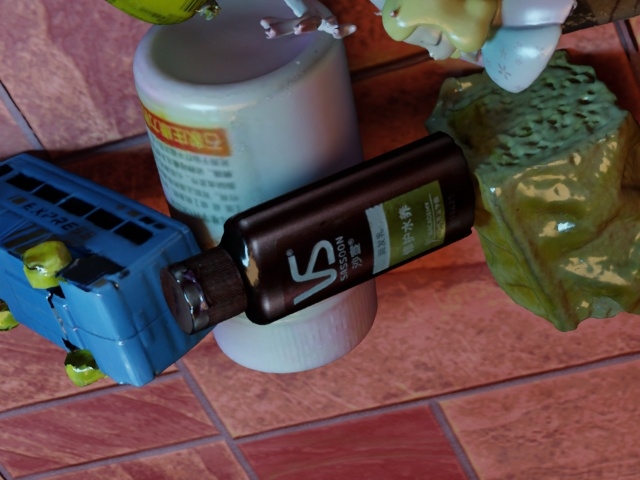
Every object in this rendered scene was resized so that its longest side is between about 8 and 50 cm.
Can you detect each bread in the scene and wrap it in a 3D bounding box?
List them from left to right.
[{"bbox_3d":[0.255,-0.050,1.779,0.196,0.238,0.252,-36,131,-14],"label":"bread"}]

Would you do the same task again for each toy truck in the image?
[{"bbox_3d":[-0.277,0.027,1.832,0.385,0.162,0.161,21,139,48],"label":"toy truck"}]

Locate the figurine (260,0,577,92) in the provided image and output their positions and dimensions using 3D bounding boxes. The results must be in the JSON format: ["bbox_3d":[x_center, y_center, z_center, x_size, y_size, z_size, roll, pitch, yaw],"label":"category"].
[{"bbox_3d":[0.089,-0.264,1.574,0.316,0.284,0.206,16,100,-12],"label":"figurine"}]

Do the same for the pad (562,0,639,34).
[{"bbox_3d":[0.311,-0.315,1.657,0.330,0.004,0.220,-13,127,20],"label":"pad"}]

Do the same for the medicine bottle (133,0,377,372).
[{"bbox_3d":[-0.056,-0.059,1.799,0.219,0.219,0.388,-3,131,12],"label":"medicine bottle"}]

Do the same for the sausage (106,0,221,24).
[{"bbox_3d":[-0.241,-0.328,1.657,0.347,0.123,0.123,33,127,-18],"label":"sausage"}]

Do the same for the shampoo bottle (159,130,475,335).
[{"bbox_3d":[0.000,0.000,1.667,0.323,0.084,0.129,-22,127,-22],"label":"shampoo bottle"}]
